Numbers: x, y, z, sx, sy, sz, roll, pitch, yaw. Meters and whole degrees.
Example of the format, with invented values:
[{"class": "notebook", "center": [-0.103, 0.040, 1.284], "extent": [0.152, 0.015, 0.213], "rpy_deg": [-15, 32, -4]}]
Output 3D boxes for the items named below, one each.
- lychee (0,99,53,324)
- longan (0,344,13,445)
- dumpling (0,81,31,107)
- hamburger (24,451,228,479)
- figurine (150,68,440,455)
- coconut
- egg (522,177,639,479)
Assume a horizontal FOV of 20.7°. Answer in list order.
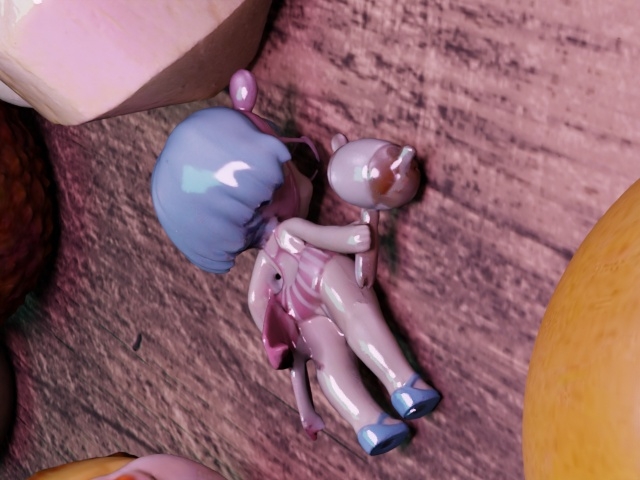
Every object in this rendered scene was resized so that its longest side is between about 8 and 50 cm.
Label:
[{"class": "lychee", "center": [-0.353, -0.036, 1.545], "extent": [0.261, 0.261, 0.260], "rpy_deg": [11, 103, 59]}, {"class": "longan", "center": [-0.375, 0.153, 1.685], "extent": [0.187, 0.167, 0.167], "rpy_deg": [97, 156, -61]}, {"class": "dumpling", "center": [-0.235, -0.189, 1.460], "extent": [0.181, 0.111, 0.155], "rpy_deg": [6, 70, 55]}, {"class": "hamburger", "center": [-0.102, 0.283, 1.130], "extent": [0.237, 0.276, 0.276], "rpy_deg": [8, 100, 48]}, {"class": "figurine", "center": [-0.012, 0.006, 1.091], "extent": [0.260, 0.103, 0.205], "rpy_deg": [57, 142, 25]}, {"class": "coconut", "center": [-0.138, -0.196, 1.179], "extent": [0.259, 0.259, 0.259], "rpy_deg": [11, 103, 59]}, {"class": "egg", "center": [0.213, 0.067, 0.565], "extent": [0.322, 0.250, 0.250], "rpy_deg": [-2, 92, 51]}]
